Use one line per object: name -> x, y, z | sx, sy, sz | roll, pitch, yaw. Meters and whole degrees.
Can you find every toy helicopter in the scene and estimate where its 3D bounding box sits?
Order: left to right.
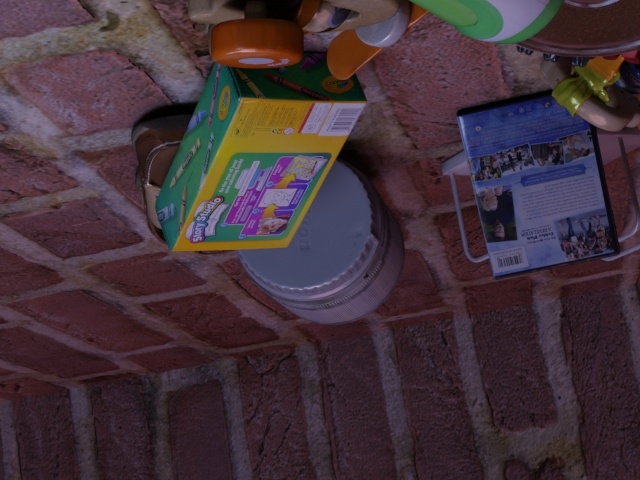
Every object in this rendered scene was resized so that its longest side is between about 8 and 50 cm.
toy helicopter -> -0.020, -0.223, 1.405 | 0.235, 0.140, 0.355 | -1, 178, -18

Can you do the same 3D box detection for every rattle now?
rattle -> 0.382, -0.209, 1.786 | 0.200, 0.130, 0.142 | 13, 112, -33

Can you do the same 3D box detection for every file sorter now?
file sorter -> 0.360, -0.066, 2.162 | 0.278, 0.173, 0.193 | -1, 163, -30

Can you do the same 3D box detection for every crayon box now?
crayon box -> -0.077, -0.102, 1.718 | 0.165, 0.081, 0.278 | -1, 142, -29

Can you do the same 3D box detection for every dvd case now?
dvd case -> 0.302, -0.078, 1.978 | 0.180, 0.253, 0.022 | -12, -160, 9

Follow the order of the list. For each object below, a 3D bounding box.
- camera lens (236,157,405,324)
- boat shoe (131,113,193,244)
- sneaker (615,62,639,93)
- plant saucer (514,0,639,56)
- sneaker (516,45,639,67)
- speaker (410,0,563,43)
camera lens -> 0.000, 0.000, 2.089 | 0.219, 0.219, 0.274 | -12, 166, 9
boat shoe -> -0.180, -0.074, 1.882 | 0.123, 0.119, 0.324 | -8, 166, -7
sneaker -> 0.453, -0.218, 1.866 | 0.135, 0.052, 0.058 | -6, 162, -15
plant saucer -> 0.257, -0.262, 1.354 | 0.311, 0.050, 0.310 | 4, 152, 2
sneaker -> 0.305, -0.252, 1.542 | 0.276, 0.135, 0.097 | 11, -176, 15
speaker -> 0.075, -0.264, 1.174 | 0.297, 0.131, 0.131 | 21, 149, -40
